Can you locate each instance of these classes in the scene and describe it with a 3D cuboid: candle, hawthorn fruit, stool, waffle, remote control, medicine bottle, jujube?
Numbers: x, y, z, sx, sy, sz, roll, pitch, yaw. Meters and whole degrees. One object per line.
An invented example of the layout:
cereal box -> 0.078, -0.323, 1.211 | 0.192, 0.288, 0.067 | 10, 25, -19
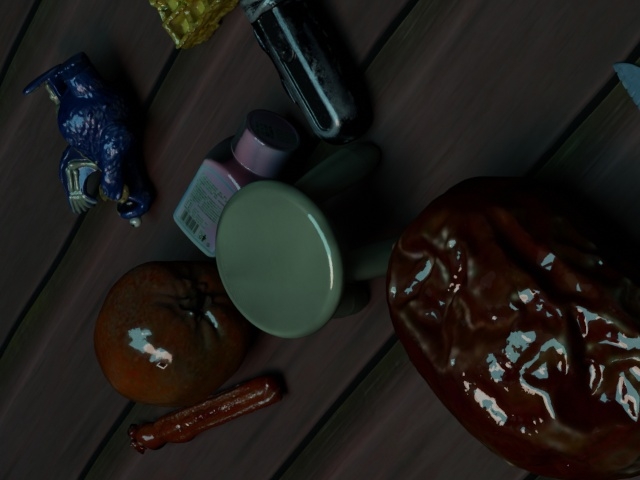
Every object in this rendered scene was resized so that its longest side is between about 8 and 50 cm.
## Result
candle -> -0.168, 0.257, 2.089 | 0.051, 0.048, 0.329 | 37, 138, -28
hawthorn fruit -> -0.216, 0.143, 2.003 | 0.210, 0.210, 0.262 | 55, 147, 12
stool -> 0.000, 0.000, 1.774 | 0.195, 0.198, 0.195 | -39, 80, 41
waffle -> -0.171, -0.404, 1.876 | 0.229, 0.057, 0.219 | -43, 76, 37
remote control -> -0.030, -0.235, 1.779 | 0.090, 0.066, 0.266 | -30, 95, 28
medicine bottle -> -0.100, -0.078, 1.879 | 0.094, 0.119, 0.188 | 46, 127, 17
jujube -> 0.247, 0.100, 1.575 | 0.377, 0.276, 0.276 | 49, 129, 32

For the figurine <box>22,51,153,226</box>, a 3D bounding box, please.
figurine -> -0.310, -0.146, 2.042 | 0.164, 0.120, 0.262 | 8, 126, 44

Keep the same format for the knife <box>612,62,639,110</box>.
knife -> 0.415, -0.075, 1.533 | 0.313, 0.019, 0.044 | 56, 132, 14
